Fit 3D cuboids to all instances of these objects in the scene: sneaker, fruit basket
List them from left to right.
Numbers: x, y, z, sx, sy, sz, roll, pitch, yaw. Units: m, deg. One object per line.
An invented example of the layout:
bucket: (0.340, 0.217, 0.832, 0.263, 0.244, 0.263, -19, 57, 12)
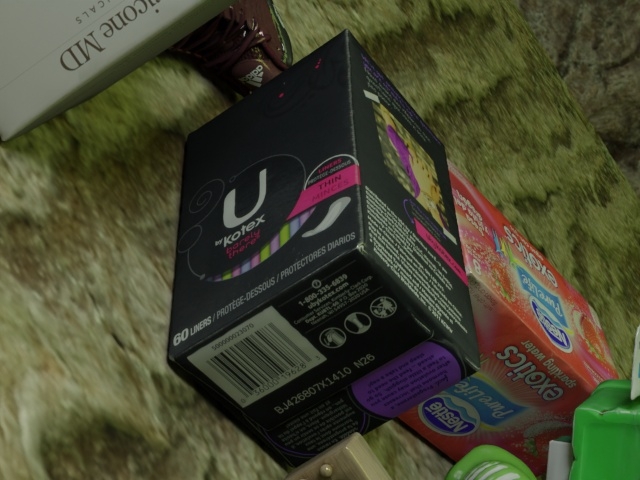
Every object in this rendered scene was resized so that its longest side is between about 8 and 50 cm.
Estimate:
sneaker: (-0.082, -0.177, 1.219, 0.162, 0.106, 0.281, 56, 20, -15)
fruit basket: (0.308, 0.244, 1.252, 0.353, 0.165, 0.327, 15, 79, -64)

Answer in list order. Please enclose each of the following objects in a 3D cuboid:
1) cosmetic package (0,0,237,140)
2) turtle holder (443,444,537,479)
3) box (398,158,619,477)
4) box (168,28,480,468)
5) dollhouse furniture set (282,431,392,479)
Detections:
cosmetic package: (-0.206, -0.274, 0.939, 0.366, 0.197, 0.155, 56, 21, -5)
turtle holder: (0.187, 0.297, 0.960, 0.320, 0.243, 0.227, 24, -13, 16)
box: (0.128, 0.081, 1.275, 0.300, 0.154, 0.142, 42, 27, -41)
box: (0.000, 0.000, 1.069, 0.143, 0.165, 0.270, 46, 24, -30)
dollhouse furniture set: (-0.016, 0.213, 0.764, 0.144, 0.151, 0.123, 56, 21, -2)
